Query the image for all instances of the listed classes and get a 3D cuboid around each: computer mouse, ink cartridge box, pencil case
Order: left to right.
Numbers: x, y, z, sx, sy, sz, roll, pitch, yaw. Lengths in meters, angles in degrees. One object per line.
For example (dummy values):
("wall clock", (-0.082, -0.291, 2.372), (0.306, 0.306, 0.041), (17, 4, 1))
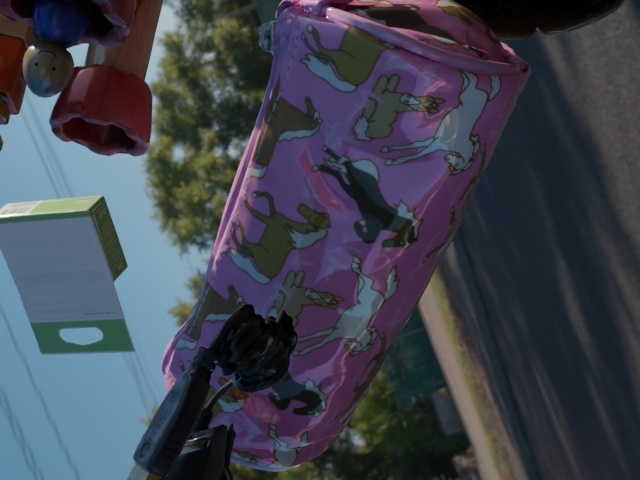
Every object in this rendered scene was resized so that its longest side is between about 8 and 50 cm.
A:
("ink cartridge box", (-0.368, 0.055, 1.304), (0.056, 0.171, 0.235), (-63, -36, -57))
("computer mouse", (-0.079, 0.152, 0.477), (0.060, 0.262, 0.184), (33, 172, 7))
("pencil case", (0.000, 0.000, 0.656), (0.167, 0.160, 0.386), (36, 124, 22))

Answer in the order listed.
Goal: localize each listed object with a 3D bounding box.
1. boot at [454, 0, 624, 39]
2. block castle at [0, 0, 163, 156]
("boot", (0.219, -0.254, 0.690), (0.220, 0.283, 0.109), (-82, -19, -50))
("block castle", (-0.347, -0.189, 0.646), (0.303, 0.453, 0.213), (118, 162, -74))
